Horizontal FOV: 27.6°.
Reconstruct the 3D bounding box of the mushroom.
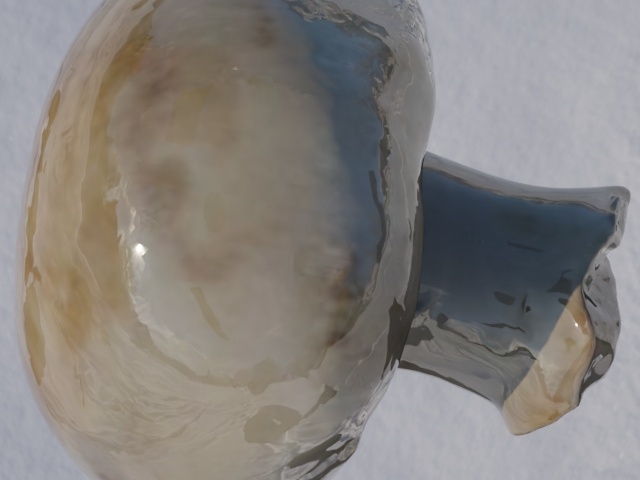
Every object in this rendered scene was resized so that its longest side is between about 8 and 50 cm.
[{"bbox_3d":[0.000,0.000,0.645,0.290,0.297,0.297,12,64,-9],"label":"mushroom"}]
